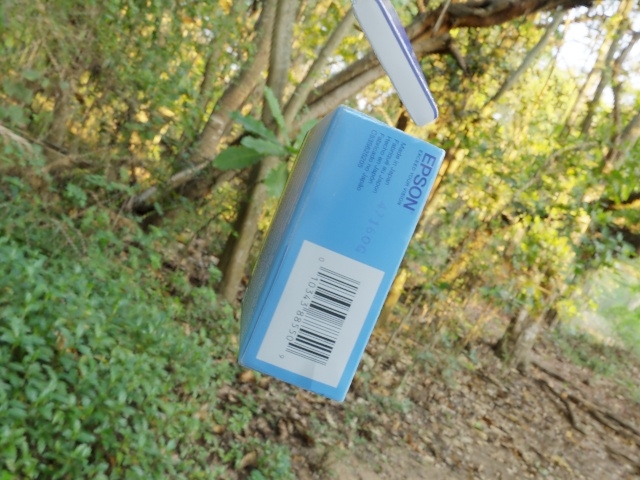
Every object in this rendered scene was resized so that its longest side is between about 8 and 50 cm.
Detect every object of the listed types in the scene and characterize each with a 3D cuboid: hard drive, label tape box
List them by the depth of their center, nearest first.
[{"bbox_3d":[0.000,0.000,0.741,0.115,0.249,0.348,21,2,-6],"label":"label tape box"},{"bbox_3d":[0.098,-0.340,1.020,0.210,0.040,0.318,53,20,-34],"label":"hard drive"}]
